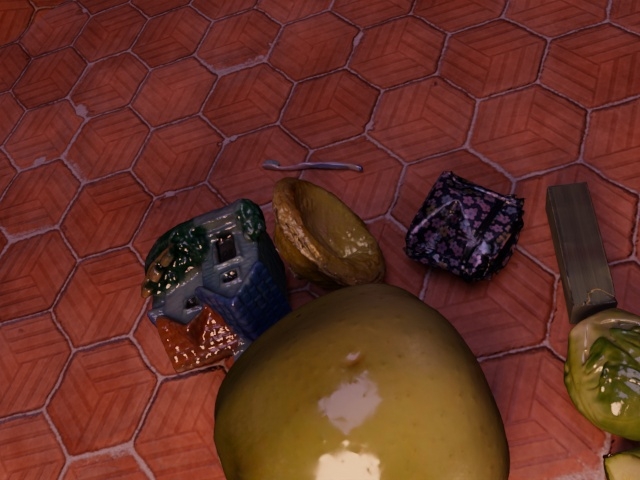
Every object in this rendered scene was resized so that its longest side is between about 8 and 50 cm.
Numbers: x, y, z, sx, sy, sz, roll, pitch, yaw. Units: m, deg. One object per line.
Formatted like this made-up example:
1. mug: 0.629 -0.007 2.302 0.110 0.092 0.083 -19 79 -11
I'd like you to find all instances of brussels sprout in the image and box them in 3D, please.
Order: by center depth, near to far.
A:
1. brussels sprout: 0.518 0.228 1.040 0.223 0.161 0.223 -21 45 23

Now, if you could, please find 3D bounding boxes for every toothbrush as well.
1. toothbrush: -0.023 -0.185 1.541 0.269 0.021 0.027 5 67 19

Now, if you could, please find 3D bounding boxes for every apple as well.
1. apple: 0.055 0.302 0.969 0.473 0.474 0.474 -8 58 13

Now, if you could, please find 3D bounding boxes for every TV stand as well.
1. TV stand: 0.505 0.022 1.208 0.082 0.088 0.270 -6 58 13

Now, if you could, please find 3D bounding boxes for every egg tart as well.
1. egg tart: 0.000 0.000 1.295 0.120 0.314 0.315 -45 52 24

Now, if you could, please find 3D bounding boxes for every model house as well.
1. model house: -0.207 0.144 1.225 0.294 0.252 0.329 -19 44 6

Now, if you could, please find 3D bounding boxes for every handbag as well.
1. handbag: 0.302 -0.025 1.278 0.207 0.127 0.229 27 71 22

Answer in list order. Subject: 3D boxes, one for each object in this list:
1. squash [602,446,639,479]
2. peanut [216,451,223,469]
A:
1. squash: 0.609 0.353 0.959 0.287 0.137 0.137 -20 56 2
2. peanut: -0.139 0.363 1.195 0.120 0.110 0.237 -21 53 21
